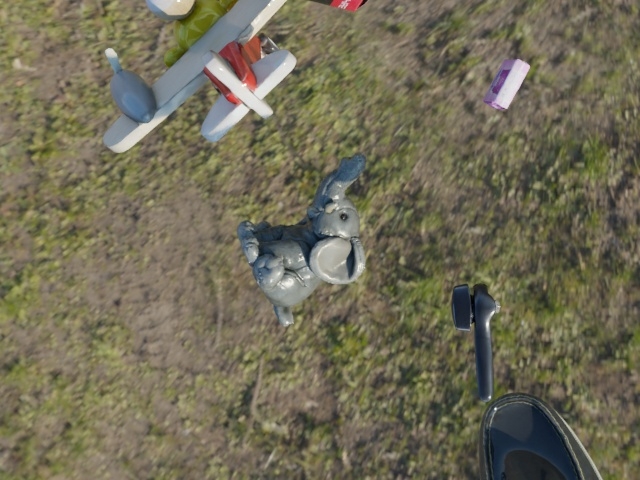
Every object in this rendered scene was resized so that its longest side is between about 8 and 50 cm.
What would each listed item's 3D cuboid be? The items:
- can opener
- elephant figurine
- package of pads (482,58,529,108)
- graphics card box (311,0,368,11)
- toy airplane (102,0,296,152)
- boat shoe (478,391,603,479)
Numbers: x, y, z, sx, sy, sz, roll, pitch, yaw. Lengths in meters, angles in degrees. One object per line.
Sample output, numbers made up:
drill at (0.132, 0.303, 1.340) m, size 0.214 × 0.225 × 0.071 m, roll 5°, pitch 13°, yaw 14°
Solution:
can opener at (0.249, 0.157, 1.573) m, size 0.073 × 0.059 × 0.186 m, roll -8°, pitch 90°, yaw 17°
elephant figurine at (0.000, 0.000, 1.649) m, size 0.239 × 0.186 × 0.169 m, roll -25°, pitch 71°, yaw 0°
package of pads at (0.300, -0.253, 1.639) m, size 0.032 × 0.050 × 0.083 m, roll 28°, pitch 91°, yaw -18°
graphics card box at (-0.101, -0.447, 1.279) m, size 0.371 × 0.094 × 0.232 m, roll 10°, pitch 79°, yaw -13°
toy airplane at (-0.188, -0.334, 1.697) m, size 0.272 × 0.386 × 0.384 m, roll 45°, pitch 146°, yaw -20°
boat shoe at (0.155, 0.200, 0.639) m, size 0.084 × 0.079 × 0.233 m, roll -15°, pitch 62°, yaw 7°
